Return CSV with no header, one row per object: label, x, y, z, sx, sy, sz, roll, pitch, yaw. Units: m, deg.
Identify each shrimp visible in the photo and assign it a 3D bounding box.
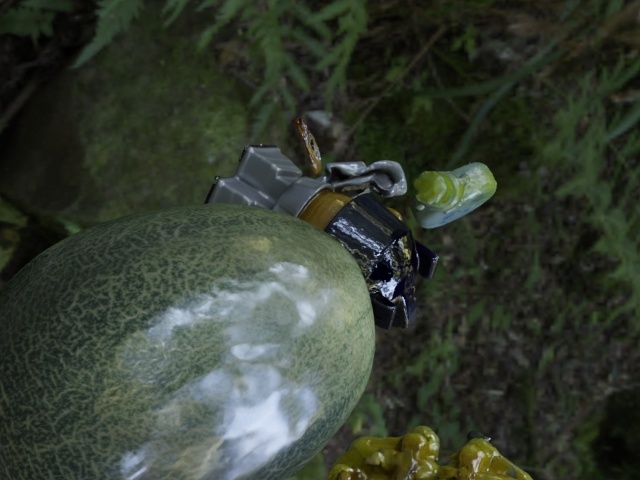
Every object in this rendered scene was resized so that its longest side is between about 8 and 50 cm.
shrimp,-0.023,-0.154,1.609,0.127,0.025,0.091,-108,175,-55

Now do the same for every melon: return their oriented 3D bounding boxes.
melon,-0.110,0.096,0.831,0.329,0.248,0.248,-22,110,-26

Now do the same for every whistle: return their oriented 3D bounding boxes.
whistle,0.139,-0.057,1.219,0.057,0.104,0.198,63,16,11

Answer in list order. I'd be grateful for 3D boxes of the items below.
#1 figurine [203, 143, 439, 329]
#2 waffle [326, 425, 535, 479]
figurine,-0.002,0.001,1.312,0.143,0.308,0.308,60,40,-67
waffle,0.079,0.372,0.960,0.380,0.382,0.095,-37,157,-2
